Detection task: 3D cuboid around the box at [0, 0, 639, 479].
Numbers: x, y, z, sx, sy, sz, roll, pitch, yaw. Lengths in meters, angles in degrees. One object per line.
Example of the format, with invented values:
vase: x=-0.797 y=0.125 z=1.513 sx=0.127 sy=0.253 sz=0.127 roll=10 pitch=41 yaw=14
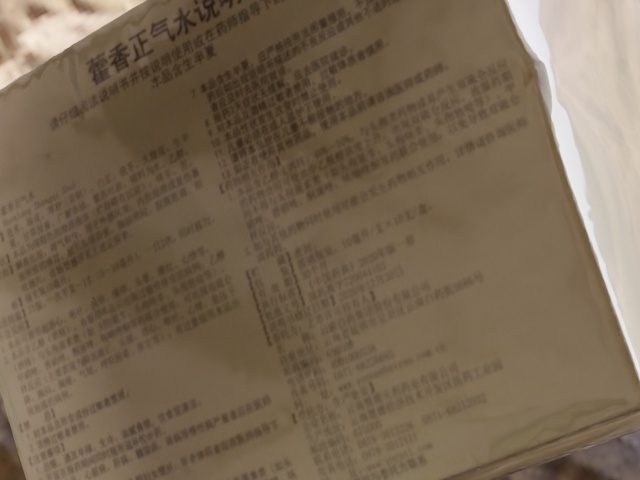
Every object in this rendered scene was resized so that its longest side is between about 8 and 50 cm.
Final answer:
box: x=0.000 y=0.000 z=0.548 sx=0.095 sy=0.212 sz=0.168 roll=-6 pitch=75 yaw=-56
